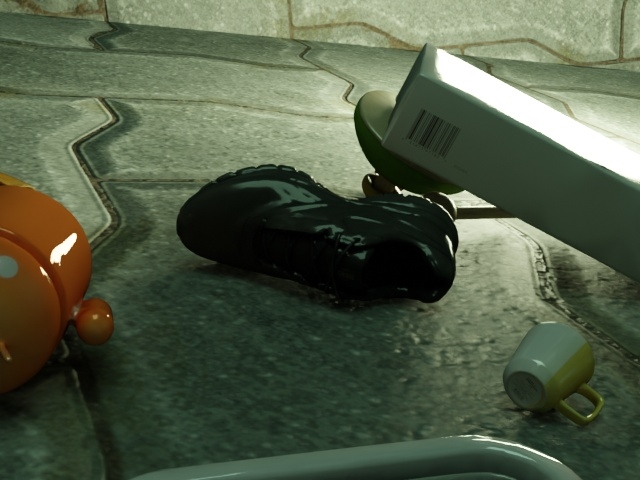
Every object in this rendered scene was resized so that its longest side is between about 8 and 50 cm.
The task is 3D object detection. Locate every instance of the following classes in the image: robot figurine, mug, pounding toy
[{"bbox_3d":[-0.240,0.035,0.723,0.128,0.158,0.219,-34,16,10],"label":"robot figurine"},{"bbox_3d":[0.183,0.107,0.777,0.078,0.062,0.064,12,26,34],"label":"mug"},{"bbox_3d":[0.117,-0.079,1.268,0.183,0.110,0.237,-2,47,-44],"label":"pounding toy"}]

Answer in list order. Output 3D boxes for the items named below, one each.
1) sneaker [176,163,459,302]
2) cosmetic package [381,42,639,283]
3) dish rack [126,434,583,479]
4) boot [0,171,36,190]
[{"bbox_3d":[0.000,0.000,0.959,0.286,0.109,0.130,5,25,-1],"label":"sneaker"},{"bbox_3d":[0.264,-0.092,1.150,0.377,0.097,0.284,28,17,-2],"label":"cosmetic package"},{"bbox_3d":[0.060,0.204,0.427,0.285,0.072,0.333,-2,21,-23],"label":"dish rack"},{"bbox_3d":[-0.402,-0.069,1.035,0.211,0.104,0.295,12,24,-2],"label":"boot"}]
